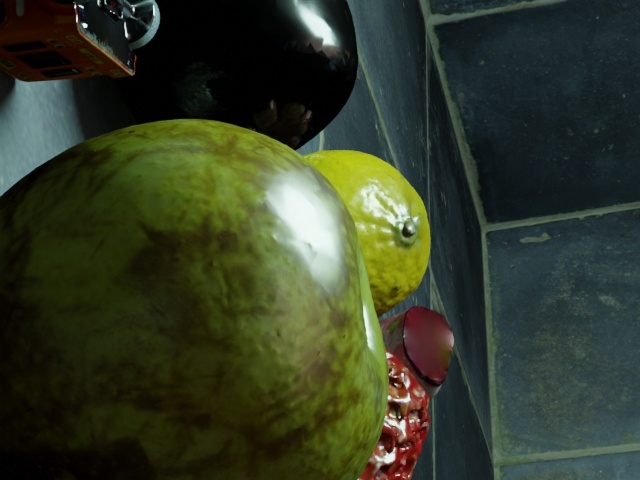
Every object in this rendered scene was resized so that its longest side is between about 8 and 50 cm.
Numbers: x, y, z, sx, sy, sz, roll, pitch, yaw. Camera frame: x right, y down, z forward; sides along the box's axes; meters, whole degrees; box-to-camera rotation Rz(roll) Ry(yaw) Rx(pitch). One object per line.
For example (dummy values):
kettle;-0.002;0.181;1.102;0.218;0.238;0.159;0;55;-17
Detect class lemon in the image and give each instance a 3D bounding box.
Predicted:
lemon;0.015;-0.002;1.350;0.192;0.231;0.192;12;72;-42

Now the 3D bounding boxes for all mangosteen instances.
mangosteen;-0.080;-0.177;1.090;0.243;0.243;0.243;-8;90;-77

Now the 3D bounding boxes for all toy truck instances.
toy truck;-0.183;-0.242;0.876;0.107;0.114;0.252;36;49;-72

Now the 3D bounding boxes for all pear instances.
pear;-0.096;0.065;0.742;0.283;0.283;0.283;-8;90;-77

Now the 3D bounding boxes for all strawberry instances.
strawberry;0.025;0.193;1.224;0.234;0.178;0.234;50;-5;6

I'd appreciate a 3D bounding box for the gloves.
gloves;0.048;0.159;1.383;0.126;0.241;0.145;12;55;-38
